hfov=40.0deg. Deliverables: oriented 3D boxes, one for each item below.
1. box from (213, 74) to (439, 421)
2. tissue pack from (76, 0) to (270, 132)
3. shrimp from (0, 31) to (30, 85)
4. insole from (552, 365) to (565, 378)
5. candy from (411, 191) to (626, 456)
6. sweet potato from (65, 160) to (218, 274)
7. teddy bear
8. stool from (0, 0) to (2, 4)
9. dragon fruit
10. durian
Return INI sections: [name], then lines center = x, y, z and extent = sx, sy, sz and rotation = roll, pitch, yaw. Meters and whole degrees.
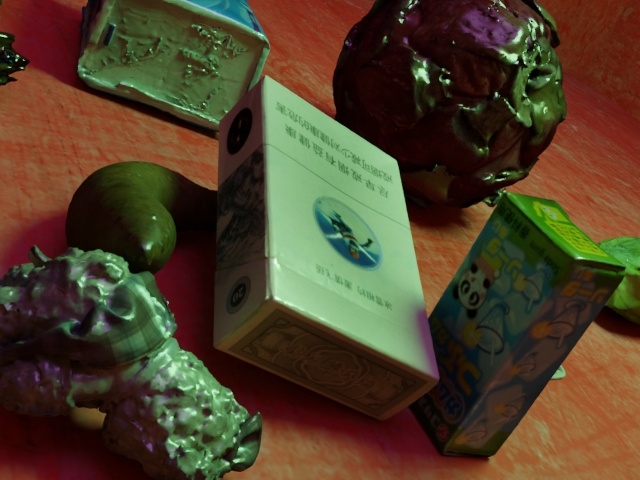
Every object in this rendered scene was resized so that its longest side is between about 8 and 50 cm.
[box]
center = 0.000, 0.000, 0.713
extent = 0.164, 0.069, 0.256
rotation = 29, 36, -30
[tissue pack]
center = -0.185, -0.264, 1.084
extent = 0.198, 0.146, 0.263
rotation = 18, 25, -22
[shrimp]
center = -0.423, -0.205, 0.804
extent = 0.290, 0.054, 0.222
rotation = 3, 33, -39
[insole]
center = 0.173, 0.111, 0.882
extent = 0.197, 0.004, 0.065
rotation = 15, 26, -31
[candy]
center = 0.141, 0.068, 0.688
extent = 0.062, 0.194, 0.097
rotation = 11, 29, -34
[sweet potato]
center = -0.138, -0.017, 0.698
extent = 0.108, 0.079, 0.346
rotation = 21, 9, 2
[teddy bear]
center = -0.119, 0.063, 0.512
extent = 0.213, 0.111, 0.133
rotation = 30, 26, 8
[stool]
center = -0.421, -0.364, 1.059
extent = 0.125, 0.121, 0.217
rotation = 15, 28, -25
[dragon fruit]
center = 0.167, -0.197, 1.158
extent = 0.329, 0.329, 0.329
rotation = 24, 23, -11
[durian]
center = 0.426, 0.046, 1.184
extent = 0.139, 0.101, 0.250
rotation = 33, 23, 13
